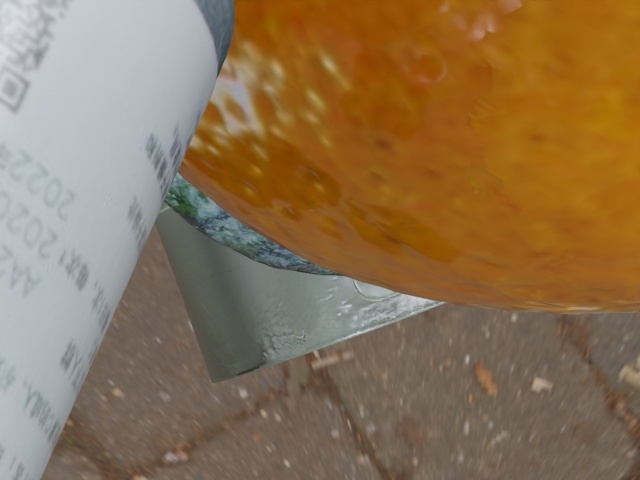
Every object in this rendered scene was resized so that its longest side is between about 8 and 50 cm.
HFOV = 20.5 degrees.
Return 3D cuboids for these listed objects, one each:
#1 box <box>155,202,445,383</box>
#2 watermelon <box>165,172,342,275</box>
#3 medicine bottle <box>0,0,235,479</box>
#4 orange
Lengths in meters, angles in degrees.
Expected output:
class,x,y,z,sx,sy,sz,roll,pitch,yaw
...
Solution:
class,x,y,z,sx,sy,sz,roll,pitch,yaw
box,0.000,0.000,1.319,0.226,0.226,0.149,-20,89,-2
watermelon,0.047,-0.105,1.048,0.318,0.148,0.226,-14,84,-37
medicine bottle,-0.130,0.044,0.350,0.141,0.141,0.293,19,68,8
orange,0.097,-0.180,0.568,0.424,0.326,0.424,-19,64,43
